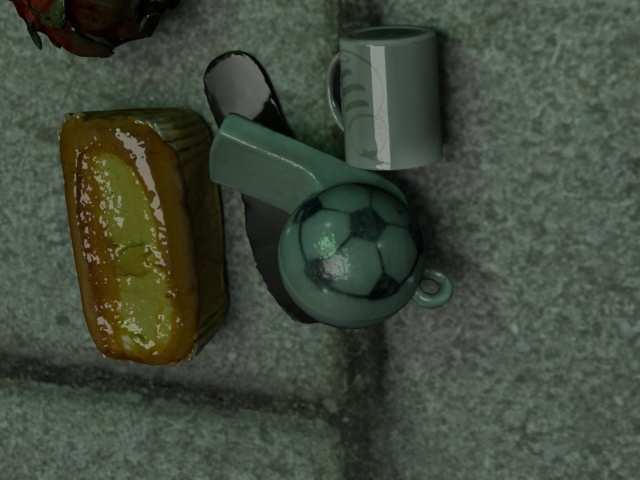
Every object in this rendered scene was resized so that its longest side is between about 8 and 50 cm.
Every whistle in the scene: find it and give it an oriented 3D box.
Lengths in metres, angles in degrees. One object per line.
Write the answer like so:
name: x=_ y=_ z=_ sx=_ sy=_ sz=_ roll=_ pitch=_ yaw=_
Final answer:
whistle: x=0.000 y=0.000 z=1.633 sx=0.289 sy=0.163 sz=0.163 roll=23 pitch=116 yaw=5

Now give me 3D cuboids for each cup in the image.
cup: x=0.053 y=-0.143 z=1.609 sx=0.136 sy=0.099 sz=0.133 roll=4 pitch=109 yaw=23

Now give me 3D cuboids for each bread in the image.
bread: x=-0.192 y=-0.008 z=1.760 sx=0.152 sy=0.119 sz=0.288 roll=4 pitch=109 yaw=28

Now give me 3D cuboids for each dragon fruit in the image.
dragon fruit: x=-0.242 y=-0.277 z=1.666 sx=0.189 sy=0.182 sz=0.182 roll=50 pitch=120 yaw=13

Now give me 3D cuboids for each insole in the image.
insole: x=-0.050 y=-0.055 z=1.736 sx=0.110 sy=0.012 sz=0.309 roll=-19 pitch=98 yaw=26
